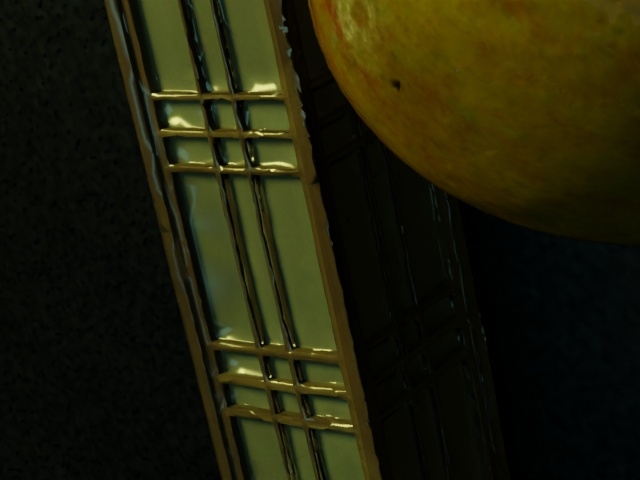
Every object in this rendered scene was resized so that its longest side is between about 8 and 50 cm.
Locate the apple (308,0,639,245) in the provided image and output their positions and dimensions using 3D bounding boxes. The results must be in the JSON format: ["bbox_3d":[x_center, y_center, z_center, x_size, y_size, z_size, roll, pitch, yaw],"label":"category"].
[{"bbox_3d":[0.092,-0.081,0.476,0.155,0.182,0.182,39,132,7],"label":"apple"}]

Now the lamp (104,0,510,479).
[{"bbox_3d":[0.000,0.000,0.651,0.090,0.089,0.325,4,115,37],"label":"lamp"}]
